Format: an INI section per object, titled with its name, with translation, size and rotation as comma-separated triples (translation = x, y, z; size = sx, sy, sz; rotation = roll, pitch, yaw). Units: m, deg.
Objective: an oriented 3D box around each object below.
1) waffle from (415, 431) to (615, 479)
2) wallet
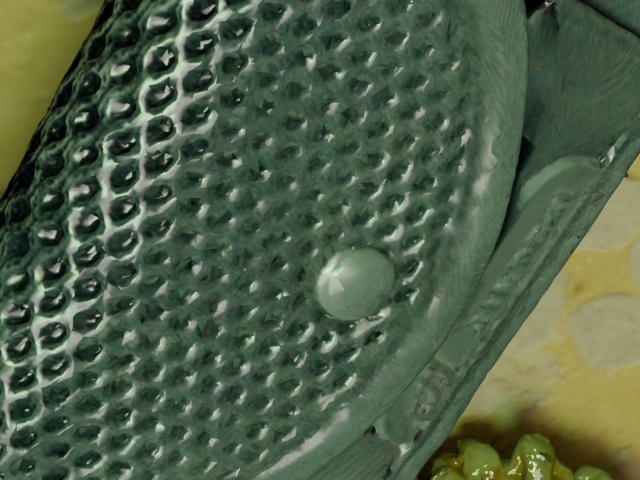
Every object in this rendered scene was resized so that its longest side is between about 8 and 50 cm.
[waffle]
translation = 0.082, 0.186, 0.739
size = 0.214, 0.054, 0.208
rotation = -32, 132, 17
[wallet]
translation = 0.000, 0.000, 0.506
size = 0.237, 0.075, 0.342
rotation = 17, 112, -43
